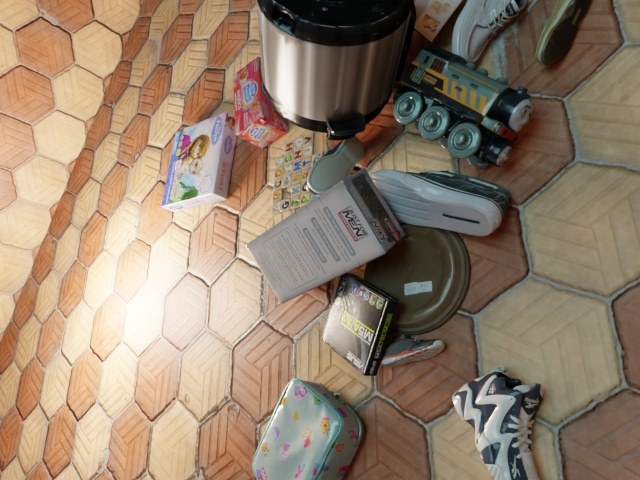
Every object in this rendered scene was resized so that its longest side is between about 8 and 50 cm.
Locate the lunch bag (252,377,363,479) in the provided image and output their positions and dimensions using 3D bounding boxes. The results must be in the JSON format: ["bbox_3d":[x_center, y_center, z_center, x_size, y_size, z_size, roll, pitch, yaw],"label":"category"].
[{"bbox_3d":[-0.036,0.475,1.198,0.224,0.107,0.279,28,92,49],"label":"lunch bag"}]

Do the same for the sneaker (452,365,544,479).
[{"bbox_3d":[0.356,0.332,0.913,0.153,0.094,0.235,-53,37,25],"label":"sneaker"}]

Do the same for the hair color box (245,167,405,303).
[{"bbox_3d":[0.000,0.000,1.248,0.374,0.113,0.185,-30,93,41],"label":"hair color box"}]

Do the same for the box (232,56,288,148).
[{"bbox_3d":[-0.200,-0.453,1.677,0.128,0.122,0.257,-24,59,32],"label":"box"}]

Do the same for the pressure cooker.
[{"bbox_3d":[0.023,-0.488,1.293,0.375,0.420,0.370,28,63,12],"label":"pressure cooker"}]

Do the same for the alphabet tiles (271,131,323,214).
[{"bbox_3d":[-0.070,-0.208,1.551,0.198,0.009,0.237,-13,67,38],"label":"alphabet tiles"}]

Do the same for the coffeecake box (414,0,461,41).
[{"bbox_3d":[0.299,-0.611,1.285,0.185,0.068,0.142,-52,21,23],"label":"coffeecake box"}]

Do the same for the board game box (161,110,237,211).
[{"bbox_3d":[-0.443,-0.283,1.869,0.317,0.066,0.319,-8,69,39],"label":"board game box"}]

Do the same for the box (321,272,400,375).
[{"bbox_3d":[0.089,0.190,1.195,0.190,0.045,0.184,30,103,55],"label":"box"}]

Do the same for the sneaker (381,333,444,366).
[{"bbox_3d":[0.195,0.231,1.121,0.157,0.061,0.065,-25,53,32],"label":"sneaker"}]

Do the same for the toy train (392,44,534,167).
[{"bbox_3d":[0.307,-0.300,1.139,0.334,0.142,0.190,44,113,37],"label":"toy train"}]

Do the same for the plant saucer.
[{"bbox_3d":[0.209,0.077,1.179,0.277,0.041,0.278,-16,65,36],"label":"plant saucer"}]

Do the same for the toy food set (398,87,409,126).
[{"bbox_3d":[0.270,-0.370,1.289,0.192,0.038,0.133,-13,66,38],"label":"toy food set"}]

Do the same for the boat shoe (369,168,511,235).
[{"bbox_3d":[0.264,-0.100,1.155,0.335,0.121,0.119,24,50,36],"label":"boat shoe"}]

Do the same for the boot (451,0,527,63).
[{"bbox_3d":[0.401,-0.526,1.191,0.123,0.095,0.258,12,81,50],"label":"boot"}]

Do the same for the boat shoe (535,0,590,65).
[{"bbox_3d":[0.510,-0.462,1.103,0.190,0.068,0.072,-57,34,-4],"label":"boat shoe"}]

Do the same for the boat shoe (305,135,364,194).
[{"bbox_3d":[0.028,-0.191,1.338,0.079,0.095,0.254,-31,19,47],"label":"boat shoe"}]
